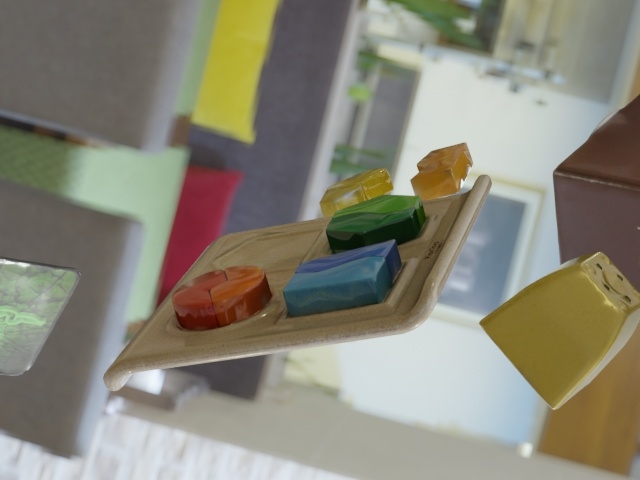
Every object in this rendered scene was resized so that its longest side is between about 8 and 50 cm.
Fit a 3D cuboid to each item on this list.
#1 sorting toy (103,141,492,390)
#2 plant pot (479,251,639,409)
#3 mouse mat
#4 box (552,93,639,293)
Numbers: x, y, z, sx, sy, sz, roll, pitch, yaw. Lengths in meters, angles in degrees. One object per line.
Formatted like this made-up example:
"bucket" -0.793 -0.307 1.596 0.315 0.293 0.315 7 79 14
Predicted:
"sorting toy" 0.000 0.000 1.161 0.307 0.229 0.041 -56 129 -63
"plant pot" 0.179 0.055 1.210 0.083 0.081 0.081 -45 169 28
"mouse mat" -0.358 0.077 1.804 0.152 0.189 0.007 -59 -138 24
"box" 0.404 -0.011 1.422 0.191 0.381 0.143 -38 133 -40
